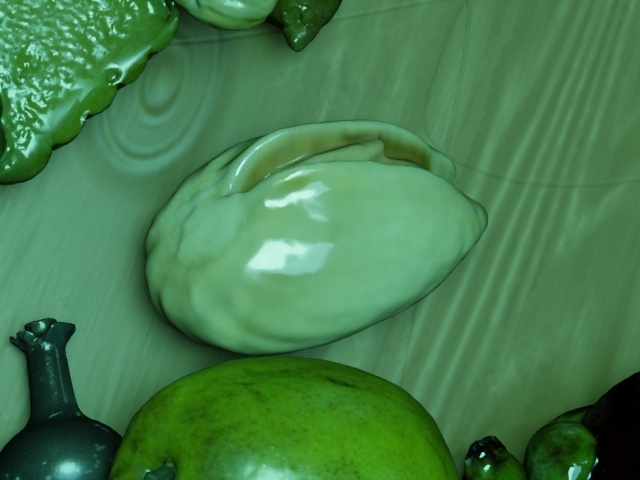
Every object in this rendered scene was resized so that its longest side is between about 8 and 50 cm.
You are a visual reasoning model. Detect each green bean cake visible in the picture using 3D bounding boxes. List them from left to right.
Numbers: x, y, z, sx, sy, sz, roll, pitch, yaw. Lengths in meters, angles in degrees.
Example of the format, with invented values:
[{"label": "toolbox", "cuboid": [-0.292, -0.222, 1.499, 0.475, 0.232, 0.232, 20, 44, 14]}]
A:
[{"label": "green bean cake", "cuboid": [-0.273, -0.187, 1.282, 0.233, 0.124, 0.236, -45, 100, -17]}]

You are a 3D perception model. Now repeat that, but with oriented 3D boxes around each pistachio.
[{"label": "pistachio", "cuboid": [0.000, 0.000, 1.331, 0.318, 0.214, 0.193, -9, 46, -25]}]

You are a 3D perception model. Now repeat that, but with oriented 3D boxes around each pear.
[{"label": "pear", "cuboid": [-0.024, 0.213, 1.254, 0.307, 0.253, 0.253, 21, 78, -42]}]

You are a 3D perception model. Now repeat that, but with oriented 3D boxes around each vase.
[{"label": "vase", "cuboid": [-0.224, 0.156, 1.283, 0.120, 0.120, 0.183, -6, 74, -18]}]

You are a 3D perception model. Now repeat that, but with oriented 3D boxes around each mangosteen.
[{"label": "mangosteen", "cuboid": [0.318, 0.260, 1.345, 0.330, 0.330, 0.330, 1, 85, -18]}]

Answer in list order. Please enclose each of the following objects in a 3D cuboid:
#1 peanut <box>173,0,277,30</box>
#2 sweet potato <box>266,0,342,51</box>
[{"label": "peanut", "cuboid": [-0.118, -0.276, 1.264, 0.101, 0.117, 0.263, -45, 69, 14]}, {"label": "sweet potato", "cuboid": [-0.069, -0.373, 1.363, 0.130, 0.130, 0.423, -18, 90, -18]}]
